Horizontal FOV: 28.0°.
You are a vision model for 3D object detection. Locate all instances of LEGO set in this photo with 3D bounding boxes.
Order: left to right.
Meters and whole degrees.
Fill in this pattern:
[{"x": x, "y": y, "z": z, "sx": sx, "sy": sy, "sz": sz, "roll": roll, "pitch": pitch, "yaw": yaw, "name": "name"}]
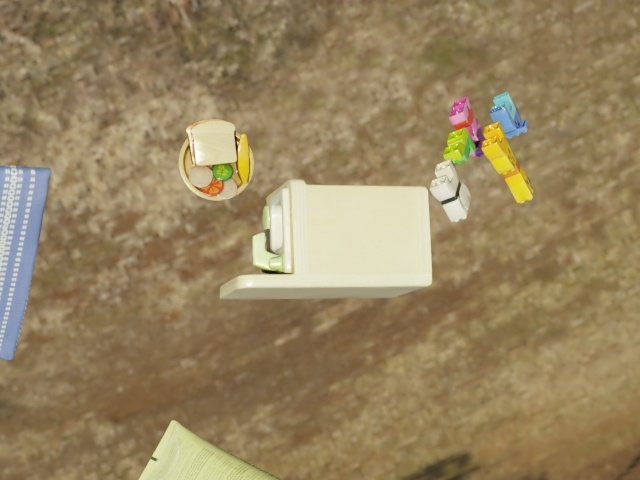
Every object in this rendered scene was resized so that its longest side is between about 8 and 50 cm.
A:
[{"x": 0.197, "y": -0.089, "z": 1.468, "sx": 0.087, "sy": 0.093, "sz": 0.227, "roll": -21, "pitch": -157, "yaw": 25, "name": "LEGO set"}]

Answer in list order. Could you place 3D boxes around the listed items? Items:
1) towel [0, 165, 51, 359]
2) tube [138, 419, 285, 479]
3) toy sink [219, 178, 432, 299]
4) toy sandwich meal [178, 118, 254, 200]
[{"x": -0.427, "y": 0.017, "z": 1.146, "sx": 0.336, "sy": 0.040, "sz": 0.243, "roll": 2, "pitch": 131, "yaw": -22, "name": "towel"}, {"x": -0.080, "y": 0.250, "z": 1.254, "sx": 0.240, "sy": 0.062, "sz": 0.070, "roll": 15, "pitch": -154, "yaw": 35, "name": "tube"}, {"x": 0.000, "y": 0.000, "z": 1.562, "sx": 0.234, "sy": 0.131, "sz": 0.153, "roll": 0, "pitch": 172, "yaw": -14, "name": "toy sink"}, {"x": -0.104, "y": -0.083, "z": 1.300, "sx": 0.086, "sy": 0.085, "sz": 0.029, "roll": -22, "pitch": 180, "yaw": -13, "name": "toy sandwich meal"}]
